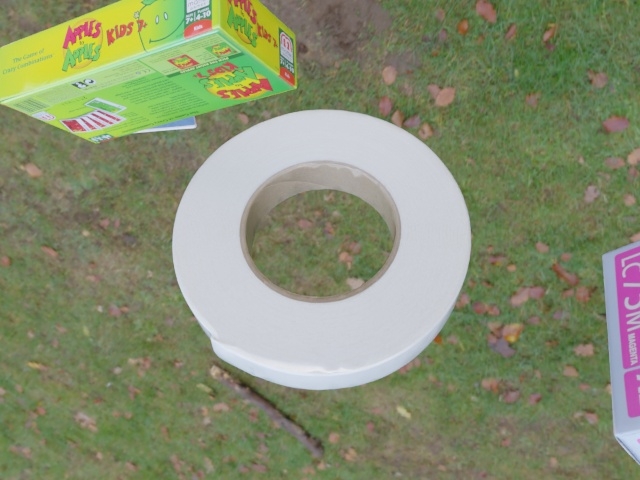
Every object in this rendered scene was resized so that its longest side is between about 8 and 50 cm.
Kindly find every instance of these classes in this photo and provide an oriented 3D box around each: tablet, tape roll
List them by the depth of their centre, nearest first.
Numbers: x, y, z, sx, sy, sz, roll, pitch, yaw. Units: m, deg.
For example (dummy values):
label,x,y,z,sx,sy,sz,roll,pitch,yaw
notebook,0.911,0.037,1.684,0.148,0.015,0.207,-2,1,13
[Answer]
label,x,y,z,sx,sy,sz,roll,pitch,yaw
tablet,-0.173,-0.129,0.691,0.083,0.054,0.006,-7,137,-15
tape roll,0.000,0.000,0.885,0.391,0.392,0.072,14,154,10

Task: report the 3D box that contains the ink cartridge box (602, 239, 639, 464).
label,x,y,z,sx,sy,sz,roll,pitch,yaw
ink cartridge box,0.348,0.032,0.443,0.311,0.186,0.065,-26,121,38

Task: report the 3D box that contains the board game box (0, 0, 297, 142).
label,x,y,z,sx,sy,sz,roll,pitch,yaw
board game box,-0.117,-0.117,0.453,0.181,0.043,0.092,-9,166,25
